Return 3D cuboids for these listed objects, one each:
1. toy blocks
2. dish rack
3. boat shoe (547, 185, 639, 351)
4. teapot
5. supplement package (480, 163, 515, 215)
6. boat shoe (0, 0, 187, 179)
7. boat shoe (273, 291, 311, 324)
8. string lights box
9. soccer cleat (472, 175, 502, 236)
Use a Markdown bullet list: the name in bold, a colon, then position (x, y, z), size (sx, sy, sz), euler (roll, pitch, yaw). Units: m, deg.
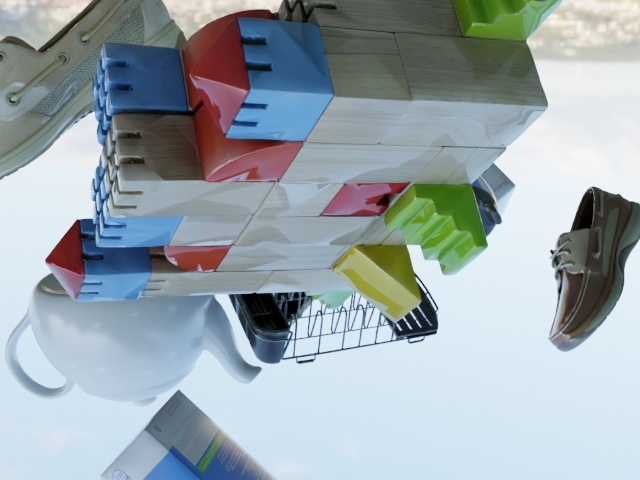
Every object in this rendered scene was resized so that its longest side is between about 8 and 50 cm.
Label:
- **toy blocks**: position (-0.041, -0.059, 0.635), size (0.261, 0.190, 0.381), euler (-1, 155, -25)
- **dish rack**: position (0.013, 0.062, 1.180), size (0.272, 0.074, 0.208), euler (-6, -142, -21)
- **boat shoe**: position (0.420, 0.039, 1.484), size (0.116, 0.123, 0.324), euler (34, -127, -1)
- **teapot**: position (-0.252, 0.126, 1.203), size (0.253, 0.187, 0.256), euler (-17, -163, -34)
- **supplement package**: position (0.192, -0.115, 1.573), size (0.139, 0.244, 0.134), euler (-39, 164, -11)
- **boat shoe**: position (-0.267, -0.139, 0.840), size (0.302, 0.098, 0.109), euler (-37, -155, -13)
- **boat shoe**: position (0.000, 0.000, 1.323), size (0.113, 0.302, 0.103), euler (18, -151, -15)
- **string lights box**: position (-0.093, 0.287, 0.974), size (0.260, 0.077, 0.133), euler (43, -169, -1)
- **soccer cleat**: position (0.072, -0.092, 1.027), size (0.331, 0.116, 0.143), euler (33, -162, -41)
